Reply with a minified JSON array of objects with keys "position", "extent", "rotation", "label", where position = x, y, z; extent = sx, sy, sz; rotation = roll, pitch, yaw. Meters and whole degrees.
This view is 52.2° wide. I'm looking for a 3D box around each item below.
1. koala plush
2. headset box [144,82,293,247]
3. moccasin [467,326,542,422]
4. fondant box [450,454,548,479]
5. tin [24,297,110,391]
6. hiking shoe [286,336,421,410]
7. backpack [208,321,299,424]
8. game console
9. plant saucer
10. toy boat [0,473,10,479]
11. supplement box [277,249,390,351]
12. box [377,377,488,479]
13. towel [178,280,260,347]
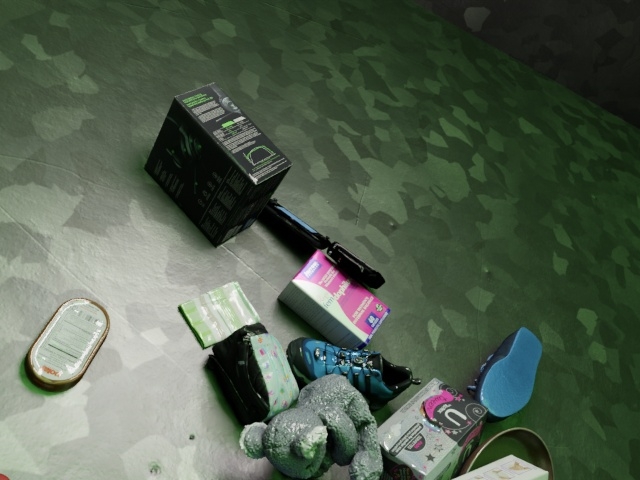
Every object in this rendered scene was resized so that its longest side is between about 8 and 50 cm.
[{"position":[-0.023,0.352,1.178],"extent":[0.221,0.196,0.203],"rotation":[5,79,-51],"label":"koala plush"},{"position":[-0.244,-0.175,1.475],"extent":[0.283,0.246,0.131],"rotation":[46,45,8],"label":"headset box"},{"position":[0.460,0.350,1.626],"extent":[0.137,0.117,0.342],"rotation":[49,41,9],"label":"moccasin"},{"position":[0.287,0.573,1.223],"extent":[0.330,0.096,0.238],"rotation":[-7,98,-35],"label":"fondant box"},{"position":[-0.460,0.186,1.195],"extent":[0.106,0.040,0.189],"rotation":[27,46,-8],"label":"tin"},{"position":[0.065,0.260,1.378],"extent":[0.304,0.132,0.113],"rotation":[27,40,-34],"label":"hiking shoe"},{"position":[-0.125,0.265,1.285],"extent":[0.115,0.152,0.182],"rotation":[-13,71,-43],"label":"backpack"},{"position":[0.000,0.000,1.565],"extent":[0.361,0.044,0.213],"rotation":[36,-2,11],"label":"game console"},{"position":[0.376,0.541,1.369],"extent":[0.311,0.050,0.310],"rotation":[-3,96,-34],"label":"plant saucer"},{"position":[-0.458,0.450,0.936],"extent":[0.151,0.151,0.231],"rotation":[22,39,-62],"label":"toy boat"},{"position":[0.030,0.145,1.488],"extent":[0.220,0.114,0.111],"rotation":[39,58,1],"label":"supplement box"},{"position":[0.214,0.426,1.332],"extent":[0.142,0.163,0.247],"rotation":[26,35,32],"label":"box"},{"position":[-0.212,0.154,1.394],"extent":[0.152,0.023,0.113],"rotation":[-22,69,-42],"label":"towel"}]
